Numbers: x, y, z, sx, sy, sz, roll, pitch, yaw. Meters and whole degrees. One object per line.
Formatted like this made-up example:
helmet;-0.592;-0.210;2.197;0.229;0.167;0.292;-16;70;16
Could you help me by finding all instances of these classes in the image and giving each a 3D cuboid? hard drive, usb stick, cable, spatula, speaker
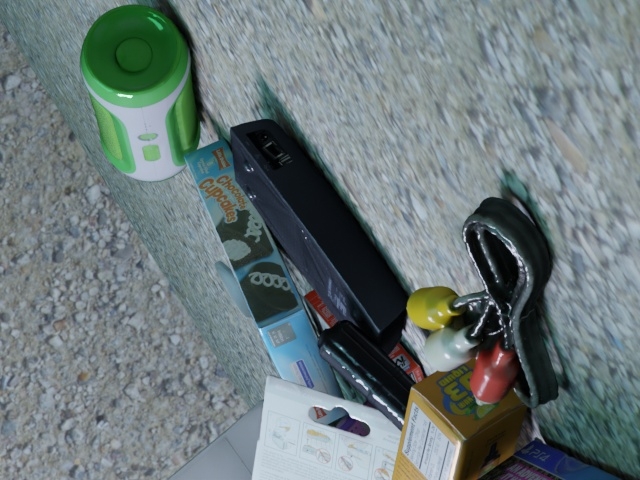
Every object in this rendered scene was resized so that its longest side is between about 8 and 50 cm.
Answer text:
hard drive;0.000;0.000;1.921;0.255;0.054;0.172;53;169;15
usb stick;0.105;0.182;1.845;0.278;0.045;0.077;43;166;9
cable;0.130;0.064;1.437;0.139;0.072;0.287;50;169;10
spatula;-0.042;0.115;2.413;0.242;0.019;0.168;56;-165;1
speaker;-0.205;-0.165;2.210;0.131;0.131;0.296;55;170;14

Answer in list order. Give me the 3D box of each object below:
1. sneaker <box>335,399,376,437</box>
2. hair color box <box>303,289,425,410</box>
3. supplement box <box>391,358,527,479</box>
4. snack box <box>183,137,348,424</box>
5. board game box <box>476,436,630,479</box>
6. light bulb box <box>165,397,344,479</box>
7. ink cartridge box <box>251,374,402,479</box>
sneaker;0.062;0.243;2.238;0.095;0.104;0.236;52;170;22
hair color box;0.053;0.123;2.053;0.167;0.053;0.093;51;169;41
supplement box;0.118;0.202;1.719;0.080;0.078;0.233;47;150;25
snack box;-0.064;0.047;2.209;0.322;0.060;0.187;-116;2;-47
board game box;0.133;0.313;1.553;0.141;0.291;0.232;58;171;-10
light bulb box;0.012;0.404;2.317;0.358;0.225;0.361;54;-169;19
ink cartridge box;0.019;0.269;2.069;0.189;0.066;0.232;16;108;21
